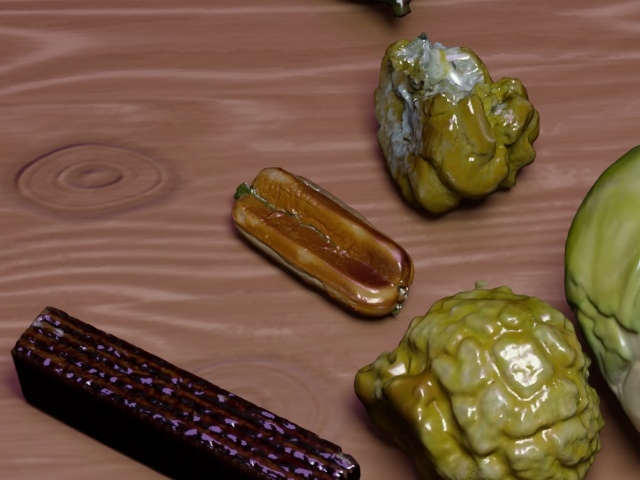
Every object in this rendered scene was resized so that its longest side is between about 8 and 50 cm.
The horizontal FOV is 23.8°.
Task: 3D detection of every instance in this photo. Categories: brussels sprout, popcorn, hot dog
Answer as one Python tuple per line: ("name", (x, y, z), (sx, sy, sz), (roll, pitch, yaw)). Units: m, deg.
("brussels sprout", (0.399, 0.043, 1.536), (0.268, 0.344, 0.344), (-32, 43, 31))
("popcorn", (0.155, 0.161, 1.527), (0.252, 0.206, 0.236), (-13, 64, 20))
("hot dog", (0.000, 0.000, 1.731), (0.250, 0.076, 0.104), (31, 77, 26))

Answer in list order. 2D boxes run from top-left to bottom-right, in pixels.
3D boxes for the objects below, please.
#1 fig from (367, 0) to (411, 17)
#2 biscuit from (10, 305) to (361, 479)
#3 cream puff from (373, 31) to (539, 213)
("fig", (0.083, -0.388, 1.961), (0.195, 0.195, 0.245), (-13, 44, -10))
("biscuit", (-0.139, 0.191, 1.551), (0.388, 0.107, 0.073), (23, 56, 17))
("cream puff", (0.166, -0.128, 1.778), (0.195, 0.194, 0.221), (-15, 41, -12))
